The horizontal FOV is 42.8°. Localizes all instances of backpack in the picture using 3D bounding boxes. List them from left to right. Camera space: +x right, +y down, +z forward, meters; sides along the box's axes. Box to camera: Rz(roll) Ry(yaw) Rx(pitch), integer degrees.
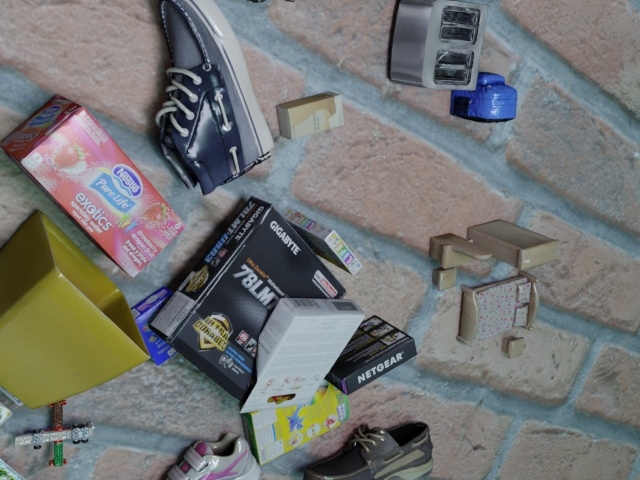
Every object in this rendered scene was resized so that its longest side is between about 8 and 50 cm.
[{"bbox_3d":[0.331,-0.284,1.635,0.098,0.120,0.101,-13,114,-30],"label":"backpack"}]

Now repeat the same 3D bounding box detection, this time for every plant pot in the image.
[{"bbox_3d":[-0.413,0.120,1.223,0.187,0.212,0.212,-38,125,-4],"label":"plant pot"}]

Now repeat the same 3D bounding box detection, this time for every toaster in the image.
[{"bbox_3d":[0.218,-0.372,1.531,0.186,0.110,0.167,-4,108,-34],"label":"toaster"}]

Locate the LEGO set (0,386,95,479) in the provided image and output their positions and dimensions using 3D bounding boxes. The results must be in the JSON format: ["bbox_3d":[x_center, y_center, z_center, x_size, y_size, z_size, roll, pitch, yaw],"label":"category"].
[{"bbox_3d":[-0.494,0.324,1.342,0.182,0.060,0.244,-45,115,-13],"label":"LEGO set"}]

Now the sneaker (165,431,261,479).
[{"bbox_3d":[-0.234,0.435,1.527,0.252,0.103,0.111,-22,115,-34],"label":"sneaker"}]

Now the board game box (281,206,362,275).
[{"bbox_3d":[0.000,0.000,1.487,0.026,0.154,0.103,-47,126,-11],"label":"board game box"}]

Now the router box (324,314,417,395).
[{"bbox_3d":[0.083,0.227,1.642,0.179,0.133,0.046,-26,120,-24],"label":"router box"}]

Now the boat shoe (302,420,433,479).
[{"bbox_3d":[0.105,0.460,1.763,0.356,0.132,0.130,-2,98,-43],"label":"boat shoe"}]

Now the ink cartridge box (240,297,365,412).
[{"bbox_3d":[-0.045,0.210,1.513,0.189,0.066,0.232,5,127,-47],"label":"ink cartridge box"}]

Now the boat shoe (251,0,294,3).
[{"bbox_3d":[-0.097,-0.409,1.337,0.142,0.049,0.040,-13,114,-33],"label":"boat shoe"}]

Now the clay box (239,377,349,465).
[{"bbox_3d":[-0.047,0.345,1.646,0.222,0.053,0.127,-21,118,-29],"label":"clay box"}]

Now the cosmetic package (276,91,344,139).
[{"bbox_3d":[-0.017,-0.224,1.464,0.115,0.041,0.060,-22,118,-27],"label":"cosmetic package"}]

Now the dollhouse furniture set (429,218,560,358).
[{"bbox_3d":[0.398,0.154,1.811,0.303,0.174,0.355,-12,113,-31],"label":"dollhouse furniture set"}]

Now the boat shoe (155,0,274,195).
[{"bbox_3d":[-0.198,-0.228,1.279,0.158,0.127,0.340,-42,127,-25],"label":"boat shoe"}]

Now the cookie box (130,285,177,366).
[{"bbox_3d":[-0.278,0.149,1.420,0.092,0.040,0.107,-37,125,-21],"label":"cookie box"}]

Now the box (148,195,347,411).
[{"bbox_3d":[-0.119,0.121,1.471,0.293,0.073,0.295,-51,136,-13],"label":"box"}]

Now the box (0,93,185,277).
[{"bbox_3d":[-0.340,-0.081,1.237,0.122,0.128,0.256,-45,126,-13],"label":"box"}]
